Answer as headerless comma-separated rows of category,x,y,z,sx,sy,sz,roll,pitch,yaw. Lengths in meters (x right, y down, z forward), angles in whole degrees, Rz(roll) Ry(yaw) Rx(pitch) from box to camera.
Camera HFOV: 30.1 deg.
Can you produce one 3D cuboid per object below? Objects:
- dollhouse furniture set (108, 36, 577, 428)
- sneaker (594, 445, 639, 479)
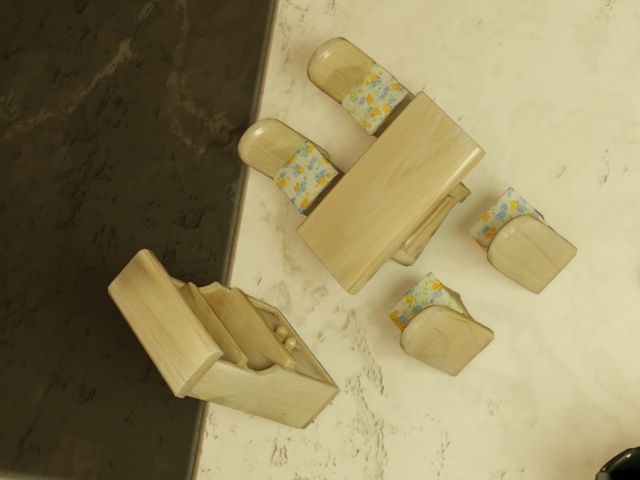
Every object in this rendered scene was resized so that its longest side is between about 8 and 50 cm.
dollhouse furniture set,0.000,0.000,1.339,0.394,0.256,0.362,-48,54,11
sneaker,0.298,0.246,1.054,0.102,0.146,0.293,-79,11,-45
